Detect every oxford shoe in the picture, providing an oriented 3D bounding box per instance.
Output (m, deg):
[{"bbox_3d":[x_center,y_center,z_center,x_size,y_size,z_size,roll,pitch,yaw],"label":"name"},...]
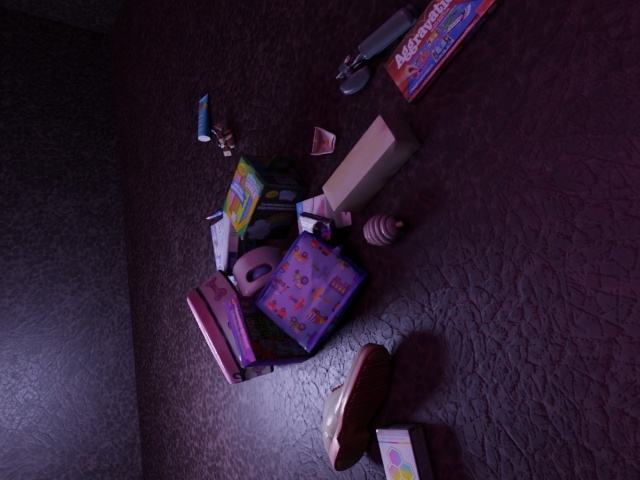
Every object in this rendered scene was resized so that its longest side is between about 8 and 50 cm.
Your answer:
[{"bbox_3d":[0.074,0.432,1.179,0.146,0.141,0.396,40,119,51],"label":"oxford shoe"}]

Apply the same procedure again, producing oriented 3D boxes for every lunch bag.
[{"bbox_3d":[-0.019,0.128,1.241,0.221,0.138,0.293,38,115,15],"label":"lunch bag"}]

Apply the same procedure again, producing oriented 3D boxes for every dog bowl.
[{"bbox_3d":[-0.325,0.313,1.509,0.408,0.151,0.407,51,157,31],"label":"dog bowl"}]

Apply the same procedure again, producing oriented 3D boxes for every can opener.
[{"bbox_3d":[0.146,-0.494,1.131,0.093,0.074,0.280,51,139,-8],"label":"can opener"}]

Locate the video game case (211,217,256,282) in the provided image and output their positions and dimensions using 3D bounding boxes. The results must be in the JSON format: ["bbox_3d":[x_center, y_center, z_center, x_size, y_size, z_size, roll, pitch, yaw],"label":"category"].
[{"bbox_3d":[-0.343,0.033,1.731,0.244,0.061,0.269,-24,72,47],"label":"video game case"}]

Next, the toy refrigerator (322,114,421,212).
[{"bbox_3d":[0.124,-0.192,1.125,0.269,0.102,0.094,-48,55,40],"label":"toy refrigerator"}]

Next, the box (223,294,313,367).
[{"bbox_3d":[-0.152,0.278,1.326,0.057,0.293,0.200,-34,64,22],"label":"box"}]

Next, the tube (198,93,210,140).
[{"bbox_3d":[-0.525,-0.553,1.954,0.080,0.052,0.206,-17,72,40],"label":"tube"}]

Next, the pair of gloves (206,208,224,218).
[{"bbox_3d":[-0.329,-0.133,1.623,0.159,0.198,0.023,-15,105,40],"label":"pair of gloves"}]

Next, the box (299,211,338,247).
[{"bbox_3d":[0.000,0.000,1.269,0.116,0.029,0.162,18,133,35],"label":"box"}]

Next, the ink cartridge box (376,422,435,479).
[{"bbox_3d":[0.217,0.563,1.062,0.109,0.062,0.209,-25,72,47],"label":"ink cartridge box"}]

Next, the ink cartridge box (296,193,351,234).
[{"bbox_3d":[0.007,-0.080,1.302,0.180,0.060,0.104,-13,81,50],"label":"ink cartridge box"}]

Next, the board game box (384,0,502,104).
[{"bbox_3d":[0.270,-0.471,1.000,0.281,0.027,0.145,-49,54,40],"label":"board game box"}]

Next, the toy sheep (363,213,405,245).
[{"bbox_3d":[0.161,-0.028,1.095,0.132,0.091,0.091,-28,70,47],"label":"toy sheep"}]

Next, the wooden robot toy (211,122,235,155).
[{"bbox_3d":[-0.389,-0.407,1.792,0.079,0.076,0.173,84,160,-59],"label":"wooden robot toy"}]

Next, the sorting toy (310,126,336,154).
[{"bbox_3d":[0.015,-0.296,1.305,0.075,0.045,0.083,19,105,41],"label":"sorting toy"}]

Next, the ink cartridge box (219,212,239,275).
[{"bbox_3d":[-0.340,0.006,1.621,0.224,0.046,0.223,-154,68,-71],"label":"ink cartridge box"}]

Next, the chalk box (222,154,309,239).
[{"bbox_3d":[-0.175,-0.166,1.430,0.179,0.180,0.288,52,127,36],"label":"chalk box"}]

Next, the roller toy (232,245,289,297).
[{"bbox_3d":[-0.183,0.127,1.435,0.209,0.191,0.146,-53,53,37],"label":"roller toy"}]
